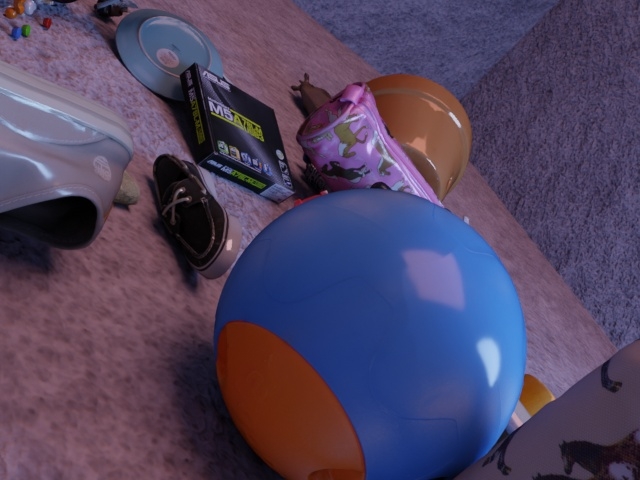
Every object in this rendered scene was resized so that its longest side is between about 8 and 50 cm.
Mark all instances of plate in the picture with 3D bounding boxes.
[{"bbox_3d":[-0.240,-0.309,1.303,0.188,0.024,0.188,19,52,-26],"label":"plate"}]

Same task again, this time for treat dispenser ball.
[{"bbox_3d":[0.045,0.095,0.746,0.288,0.288,0.288,40,19,-16],"label":"treat dispenser ball"}]

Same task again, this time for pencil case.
[{"bbox_3d":[0.118,-0.093,1.421,0.386,0.167,0.160,50,11,-18],"label":"pencil case"},{"bbox_3d":[0.193,0.225,0.592,0.160,0.410,0.183,13,39,-40],"label":"pencil case"}]

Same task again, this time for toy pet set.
[{"bbox_3d":[-0.403,-0.337,1.058,0.065,0.114,0.122,15,20,-3],"label":"toy pet set"}]

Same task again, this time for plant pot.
[{"bbox_3d":[0.153,-0.157,1.602,0.291,0.291,0.203,40,35,-16],"label":"plant pot"}]

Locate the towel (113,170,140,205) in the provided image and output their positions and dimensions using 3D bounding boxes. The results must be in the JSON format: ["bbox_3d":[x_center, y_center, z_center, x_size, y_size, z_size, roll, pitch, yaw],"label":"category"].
[{"bbox_3d":[-0.273,-0.101,0.904,0.148,0.027,0.110,53,20,23],"label":"towel"}]

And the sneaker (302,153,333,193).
[{"bbox_3d":[-0.004,-0.119,1.508,0.058,0.052,0.135,9,41,-28],"label":"sneaker"}]

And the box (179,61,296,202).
[{"bbox_3d":[-0.130,-0.168,1.272,0.191,0.045,0.184,25,44,-47],"label":"box"}]

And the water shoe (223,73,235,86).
[{"bbox_3d":[-0.209,-0.280,1.361,0.203,0.073,0.080,40,21,-14],"label":"water shoe"}]

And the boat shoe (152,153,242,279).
[{"bbox_3d":[-0.156,-0.033,0.943,0.070,0.078,0.219,32,14,-36],"label":"boat shoe"}]

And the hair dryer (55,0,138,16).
[{"bbox_3d":[-0.317,-0.414,1.206,0.293,0.224,0.080,-20,98,-68],"label":"hair dryer"}]

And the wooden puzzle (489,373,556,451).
[{"bbox_3d":[0.271,0.295,0.921,0.322,0.080,0.348,57,-9,31],"label":"wooden puzzle"}]

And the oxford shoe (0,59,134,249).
[{"bbox_3d":[-0.321,-0.078,0.581,0.449,0.169,0.130,17,68,-52],"label":"oxford shoe"}]

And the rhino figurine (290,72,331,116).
[{"bbox_3d":[-0.002,-0.323,1.908,0.106,0.073,0.243,30,21,-45],"label":"rhino figurine"}]

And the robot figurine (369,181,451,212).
[{"bbox_3d":[0.148,0.039,1.274,0.278,0.209,0.173,48,5,9],"label":"robot figurine"}]

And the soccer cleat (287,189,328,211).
[{"bbox_3d":[0.000,0.000,1.227,0.248,0.083,0.095,-103,173,-67],"label":"soccer cleat"}]
